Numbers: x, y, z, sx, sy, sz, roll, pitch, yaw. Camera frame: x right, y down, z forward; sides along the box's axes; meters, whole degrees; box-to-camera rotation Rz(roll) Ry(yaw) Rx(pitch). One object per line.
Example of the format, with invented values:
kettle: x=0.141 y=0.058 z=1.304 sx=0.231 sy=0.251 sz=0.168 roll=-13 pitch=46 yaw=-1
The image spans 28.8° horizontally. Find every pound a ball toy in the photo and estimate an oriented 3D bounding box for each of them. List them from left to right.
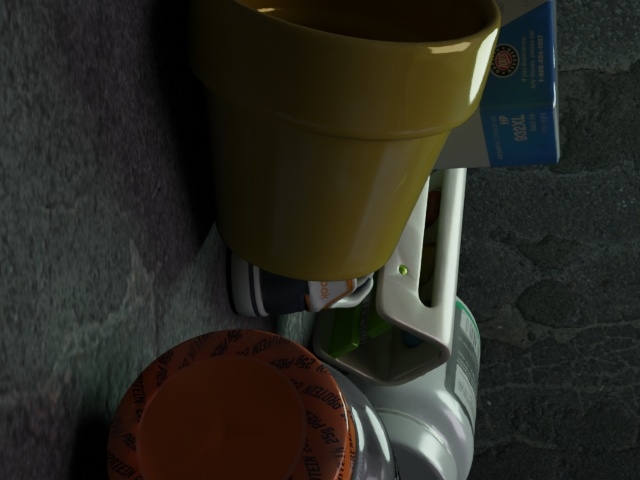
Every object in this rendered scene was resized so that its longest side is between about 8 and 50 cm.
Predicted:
pound a ball toy: x=0.074 y=0.012 z=1.434 sx=0.136 sy=0.208 sz=0.319 roll=28 pitch=50 yaw=-24

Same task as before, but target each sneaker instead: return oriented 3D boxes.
sneaker: x=0.000 y=0.000 z=1.294 sx=0.321 sy=0.127 sz=0.126 roll=-68 pitch=153 yaw=-70

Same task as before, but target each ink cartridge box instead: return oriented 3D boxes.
ink cartridge box: x=0.081 y=-0.194 z=1.256 sx=0.129 sy=0.307 sz=0.223 roll=60 pitch=31 yaw=-65

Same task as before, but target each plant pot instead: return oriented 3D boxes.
plant pot: x=0.006 y=-0.107 z=1.063 sx=0.254 sy=0.254 sz=0.239 roll=-73 pitch=174 yaw=-60

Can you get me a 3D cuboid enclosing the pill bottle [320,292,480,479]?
pill bottle: x=0.085 y=0.206 z=1.504 sx=0.361 sy=0.204 sz=0.204 roll=-69 pitch=156 yaw=-63

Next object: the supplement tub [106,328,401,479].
supplement tub: x=-0.032 y=0.202 z=0.884 sx=0.316 sy=0.194 sz=0.193 roll=73 pitch=19 yaw=-57
